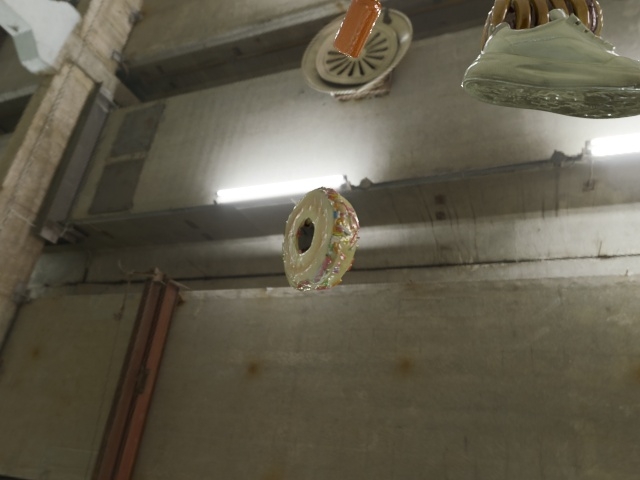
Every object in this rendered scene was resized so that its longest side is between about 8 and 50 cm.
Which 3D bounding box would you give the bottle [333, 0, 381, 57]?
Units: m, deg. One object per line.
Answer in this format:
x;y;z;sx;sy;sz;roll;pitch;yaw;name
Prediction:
0.093;-0.484;1.032;0.069;0.069;0.187;59;-46;35;bottle

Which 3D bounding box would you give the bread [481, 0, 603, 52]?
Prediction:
0.420;-0.398;0.930;0.224;0.134;0.081;-7;-150;1;bread

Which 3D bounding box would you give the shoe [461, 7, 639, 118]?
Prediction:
0.403;-0.300;0.803;0.315;0.124;0.160;11;-97;20;shoe

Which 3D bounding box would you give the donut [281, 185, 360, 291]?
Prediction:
0.000;0.000;0.772;0.174;0.068;0.175;-29;-126;50;donut
